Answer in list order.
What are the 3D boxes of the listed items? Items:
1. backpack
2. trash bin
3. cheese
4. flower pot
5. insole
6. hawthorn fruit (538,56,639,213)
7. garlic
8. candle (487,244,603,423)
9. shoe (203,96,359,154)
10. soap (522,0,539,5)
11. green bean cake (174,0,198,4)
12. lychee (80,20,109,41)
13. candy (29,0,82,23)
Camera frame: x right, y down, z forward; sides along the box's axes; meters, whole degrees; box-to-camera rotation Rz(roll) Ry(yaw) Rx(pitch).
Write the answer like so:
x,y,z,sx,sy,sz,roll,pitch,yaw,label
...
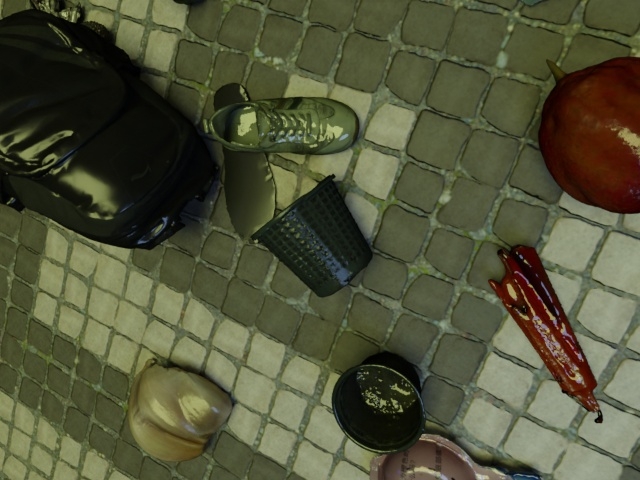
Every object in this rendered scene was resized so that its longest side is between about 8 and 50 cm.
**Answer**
x,y,z,sx,sy,sz,roll,pitch,yaw,label
-0.417,-0.175,0.801,0.445,0.255,0.363,37,72,4,backpack
0.000,0.000,0.747,0.175,0.175,0.161,-37,97,20,trash bin
0.224,0.425,0.760,0.285,0.074,0.189,-1,97,17,cheese
0.107,0.266,0.764,0.157,0.107,0.157,4,101,18,flower pot
-0.149,-0.146,0.850,0.110,0.012,0.310,-12,93,19,insole
0.377,-0.148,0.568,0.189,0.189,0.251,-45,77,19,hawthorn fruit
-0.324,0.365,0.935,0.228,0.110,0.217,33,110,13,garlic
0.357,0.143,0.682,0.084,0.059,0.302,-32,86,30,candle
-0.070,-0.197,0.767,0.274,0.098,0.103,-1,99,14,shoe
0.347,-0.439,0.590,0.145,0.091,0.230,46,108,9,soap
-0.266,-0.565,0.779,0.222,0.125,0.227,47,111,6,green bean cake
-0.472,-0.412,0.907,0.083,0.068,0.067,-20,131,18,lychee
-0.594,-0.526,0.942,0.094,0.051,0.226,-45,81,16,candy
